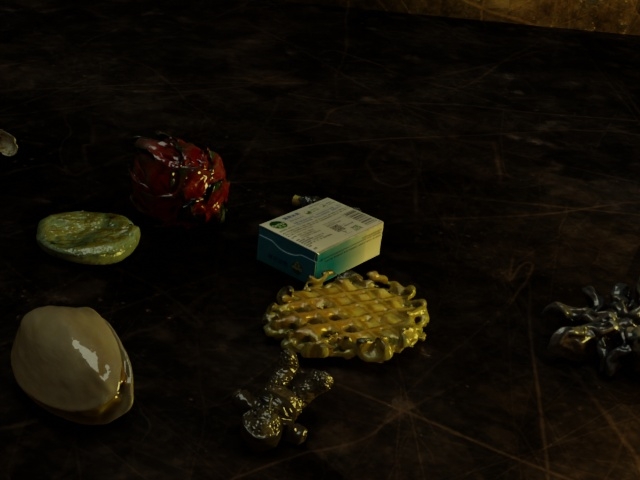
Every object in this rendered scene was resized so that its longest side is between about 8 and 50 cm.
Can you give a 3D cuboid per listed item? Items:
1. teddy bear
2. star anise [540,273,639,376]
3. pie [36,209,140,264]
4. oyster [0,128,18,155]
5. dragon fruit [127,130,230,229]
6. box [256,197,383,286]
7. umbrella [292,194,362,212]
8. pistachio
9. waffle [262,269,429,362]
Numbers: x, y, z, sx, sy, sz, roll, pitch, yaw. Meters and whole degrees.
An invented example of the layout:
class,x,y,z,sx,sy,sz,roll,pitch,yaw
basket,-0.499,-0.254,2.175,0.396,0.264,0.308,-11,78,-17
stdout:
class,x,y,z,sx,sy,sz,roll,pitch,yaw
teddy bear,-0.062,0.235,1.728,0.119,0.078,0.160,34,49,7
star anise,0.494,0.143,1.987,0.283,0.129,0.212,16,44,29
pie,-0.410,-0.006,2.173,0.187,0.041,0.187,4,26,-2
oyster,-0.663,-0.190,2.526,0.081,0.038,0.083,-31,68,-15
dragon fruit,-0.264,-0.105,2.266,0.188,0.182,0.182,1,24,15
box,0.000,0.000,2.211,0.139,0.073,0.194,24,32,33
umbrella,0.011,-0.062,2.382,0.144,0.040,0.037,16,36,22
pistachio,-0.347,0.172,1.737,0.223,0.126,0.152,31,69,34
waffle,0.044,0.118,1.993,0.262,0.060,0.280,10,26,7
